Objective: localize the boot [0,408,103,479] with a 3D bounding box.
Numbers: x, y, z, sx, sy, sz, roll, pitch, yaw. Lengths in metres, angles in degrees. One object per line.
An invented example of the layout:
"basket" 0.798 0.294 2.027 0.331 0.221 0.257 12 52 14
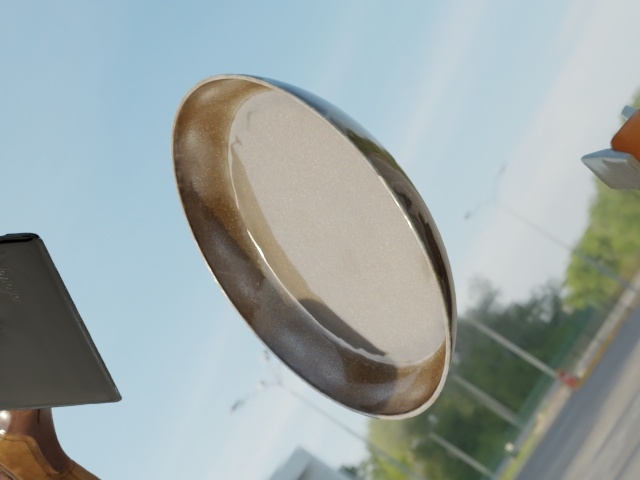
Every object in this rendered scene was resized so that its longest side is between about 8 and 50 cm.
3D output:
"boot" -0.316 0.280 1.905 0.264 0.280 0.096 -40 16 17

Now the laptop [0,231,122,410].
"laptop" -0.440 0.011 1.525 0.236 0.408 0.382 -35 -25 -14

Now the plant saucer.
"plant saucer" 0.000 0.000 1.200 0.050 0.310 0.310 -34 -21 -31

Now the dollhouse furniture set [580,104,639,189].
"dollhouse furniture set" 0.395 -0.093 1.250 0.262 0.259 0.135 -50 13 -4
